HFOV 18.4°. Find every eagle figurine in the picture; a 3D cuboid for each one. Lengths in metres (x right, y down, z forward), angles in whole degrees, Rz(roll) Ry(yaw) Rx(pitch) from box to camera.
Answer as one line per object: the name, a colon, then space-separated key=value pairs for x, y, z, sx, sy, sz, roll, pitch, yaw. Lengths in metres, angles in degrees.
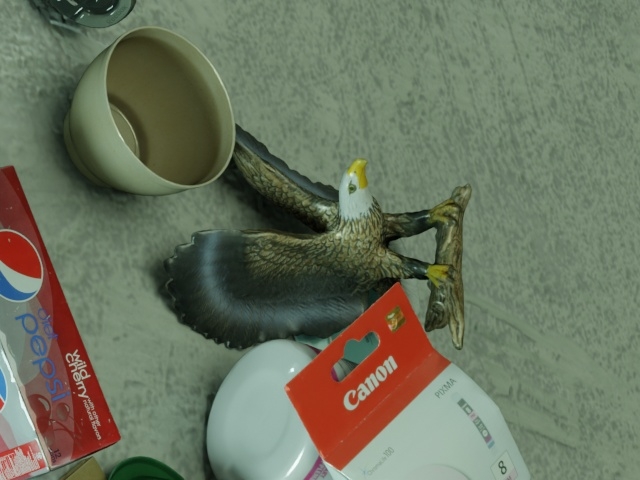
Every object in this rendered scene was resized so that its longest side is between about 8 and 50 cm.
eagle figurine: x=0.001 y=-0.010 z=1.999 sx=0.226 sy=0.298 sz=0.225 roll=-86 pitch=-179 yaw=-74

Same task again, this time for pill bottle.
pill bottle: x=0.042 y=0.208 z=1.939 sx=0.283 sy=0.160 sz=0.160 roll=22 pitch=57 yaw=-39

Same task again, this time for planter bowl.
planter bowl: x=-0.177 y=-0.111 z=1.889 sx=0.162 sy=0.109 sz=0.162 roll=22 pitch=58 yaw=-40

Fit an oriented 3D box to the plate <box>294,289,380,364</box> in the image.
plate: x=0.045 y=0.102 z=2.097 sx=0.188 sy=0.024 sz=0.188 roll=22 pitch=57 yaw=-39

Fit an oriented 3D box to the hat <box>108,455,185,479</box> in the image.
hat: x=-0.067 y=0.261 z=1.753 sx=0.173 sy=0.183 sz=0.208 roll=-9 pitch=75 yaw=-62

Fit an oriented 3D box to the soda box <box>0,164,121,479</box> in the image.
soda box: x=-0.274 y=0.075 z=1.718 sx=0.092 sy=0.083 sz=0.263 roll=-20 pitch=88 yaw=-49

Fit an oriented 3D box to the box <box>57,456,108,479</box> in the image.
box: x=-0.201 y=0.314 z=1.734 sx=0.164 sy=0.021 sz=0.201 roll=-39 pitch=101 yaw=-50

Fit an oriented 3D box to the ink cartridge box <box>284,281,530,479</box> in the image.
ink cartridge box: x=0.087 y=0.183 z=1.837 sx=0.189 sy=0.066 sz=0.232 roll=-41 pitch=116 yaw=-38

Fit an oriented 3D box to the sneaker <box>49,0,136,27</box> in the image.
sneaker: x=-0.284 y=-0.316 z=1.901 sx=0.267 sy=0.101 sz=0.106 roll=46 pitch=23 yaw=-21
